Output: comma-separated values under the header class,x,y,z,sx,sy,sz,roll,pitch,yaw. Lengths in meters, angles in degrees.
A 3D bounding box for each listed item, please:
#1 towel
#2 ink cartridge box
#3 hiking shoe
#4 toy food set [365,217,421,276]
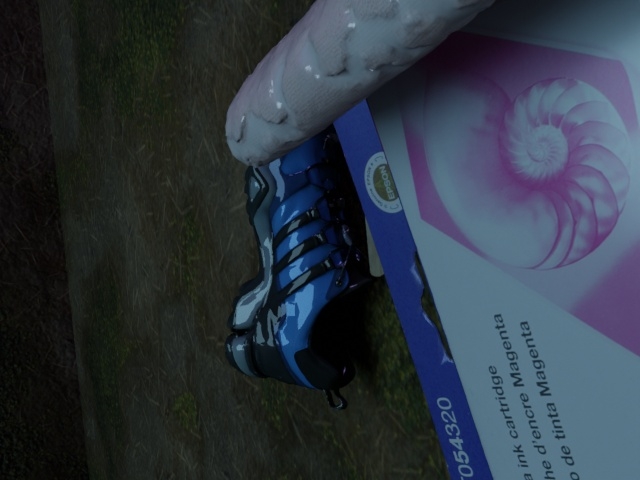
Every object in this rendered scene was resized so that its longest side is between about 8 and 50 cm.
class,x,y,z,sx,sy,sz,roll,pitch,yaw
towel,0.099,-0.200,0.386,0.053,0.317,0.332,38,152,-12
ink cartridge box,0.137,0.030,0.458,0.330,0.071,0.324,-18,92,48
hiking shoe,0.000,0.000,0.802,0.132,0.113,0.304,15,106,27
toy food set,0.119,-0.033,0.580,0.218,0.071,0.128,3,106,56
